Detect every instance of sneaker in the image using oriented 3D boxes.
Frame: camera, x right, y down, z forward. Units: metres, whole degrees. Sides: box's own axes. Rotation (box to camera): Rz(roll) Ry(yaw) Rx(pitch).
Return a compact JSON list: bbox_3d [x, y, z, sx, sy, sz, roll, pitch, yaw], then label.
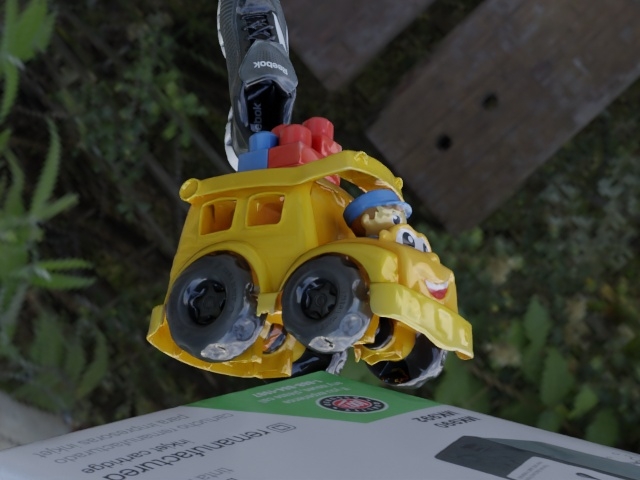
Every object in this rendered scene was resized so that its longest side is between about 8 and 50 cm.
[{"bbox_3d":[-0.063,-0.189,1.472,0.078,0.234,0.106,-1,175,-16],"label":"sneaker"}]

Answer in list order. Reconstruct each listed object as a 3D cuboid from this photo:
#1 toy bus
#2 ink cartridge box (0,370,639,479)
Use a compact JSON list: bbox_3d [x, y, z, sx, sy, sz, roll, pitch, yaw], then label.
[{"bbox_3d":[0.000,0.000,1.028,0.220,0.211,0.149,-6,157,32],"label":"toy bus"},{"bbox_3d":[0.057,0.142,0.462,0.211,0.289,0.122,-6,104,-56],"label":"ink cartridge box"}]
